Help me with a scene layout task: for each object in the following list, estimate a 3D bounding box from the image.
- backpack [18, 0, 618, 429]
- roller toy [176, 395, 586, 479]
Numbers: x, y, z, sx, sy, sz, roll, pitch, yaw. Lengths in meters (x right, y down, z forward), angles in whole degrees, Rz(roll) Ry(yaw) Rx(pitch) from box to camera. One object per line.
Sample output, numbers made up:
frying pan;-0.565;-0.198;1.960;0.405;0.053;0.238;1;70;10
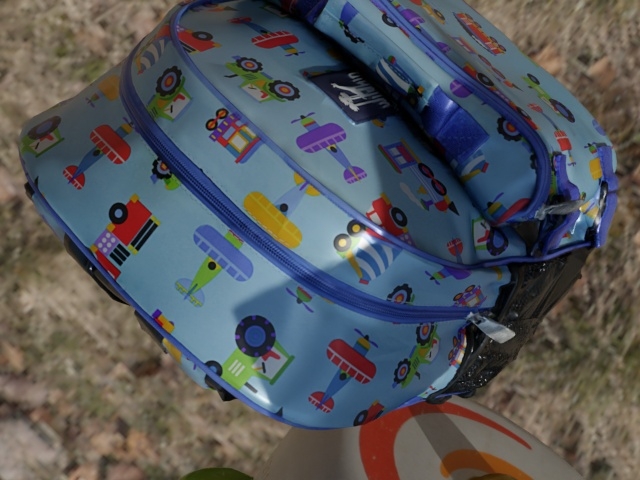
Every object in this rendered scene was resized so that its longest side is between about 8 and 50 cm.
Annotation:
backpack;-0.001;-0.021;0.480;0.158;0.173;0.117;46;113;18
roller toy;0.049;0.160;0.669;0.146;0.209;0.191;-56;43;24
